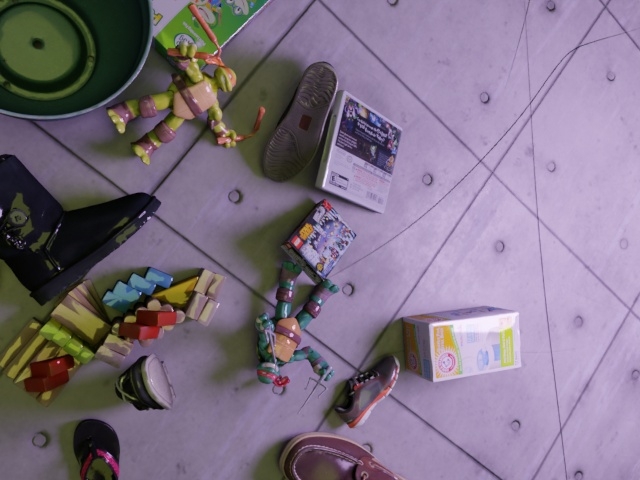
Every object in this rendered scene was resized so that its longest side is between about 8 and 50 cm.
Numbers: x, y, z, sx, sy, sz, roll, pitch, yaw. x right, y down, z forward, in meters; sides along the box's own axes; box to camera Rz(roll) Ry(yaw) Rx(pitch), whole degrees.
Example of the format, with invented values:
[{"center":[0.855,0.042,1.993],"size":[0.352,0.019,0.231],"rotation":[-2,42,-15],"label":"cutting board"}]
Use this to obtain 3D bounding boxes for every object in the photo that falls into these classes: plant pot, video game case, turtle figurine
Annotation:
[{"center":[-0.399,-0.298,0.781],"size":[0.293,0.196,0.292],"rotation":[0,90,-25],"label":"plant pot"},{"center":[0.074,-0.154,1.011],"size":[0.191,0.022,0.173],"rotation":[18,84,-48],"label":"video game case"},{"center":[-0.220,-0.228,0.877],"size":[0.218,0.269,0.087],"rotation":[-31,59,-6],"label":"turtle figurine"},{"center":[-0.057,0.163,0.960],"size":[0.175,0.118,0.234],"rotation":[37,60,-35],"label":"turtle figurine"}]

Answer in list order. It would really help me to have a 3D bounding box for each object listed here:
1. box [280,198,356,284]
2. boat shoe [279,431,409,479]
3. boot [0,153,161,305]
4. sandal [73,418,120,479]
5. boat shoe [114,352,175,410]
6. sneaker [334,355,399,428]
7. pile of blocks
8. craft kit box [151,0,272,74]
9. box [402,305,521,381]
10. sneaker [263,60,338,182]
[{"center":[0.000,0.000,0.992],"size":[0.094,0.027,0.137],"rotation":[48,47,-11],"label":"box"},{"center":[0.086,0.457,1.011],"size":[0.342,0.123,0.123],"rotation":[36,79,-17],"label":"boat shoe"},{"center":[-0.398,-0.051,0.840],"size":[0.246,0.094,0.207],"rotation":[-40,107,-9],"label":"boot"},{"center":[-0.351,0.373,0.892],"size":[0.067,0.040,0.179],"rotation":[-9,94,-20],"label":"sandal"},{"center":[-0.262,0.219,0.824],"size":[0.079,0.233,0.083],"rotation":[-16,79,-17],"label":"boat shoe"},{"center":[0.087,0.273,1.046],"size":[0.065,0.061,0.157],"rotation":[41,77,-10],"label":"sneaker"},{"center":[-0.315,0.122,0.865],"size":[0.362,0.113,0.148],"rotation":[-28,100,-18],"label":"pile of blocks"},{"center":[-0.224,-0.439,0.925],"size":[0.250,0.061,0.246],"rotation":[44,79,-15],"label":"craft kit box"},{"center":[0.274,0.198,1.089],"size":[0.203,0.103,0.114],"rotation":[-3,91,-20],"label":"box"},{"center":[-0.027,-0.209,0.991],"size":[0.083,0.118,0.222],"rotation":[28,110,-5],"label":"sneaker"}]
